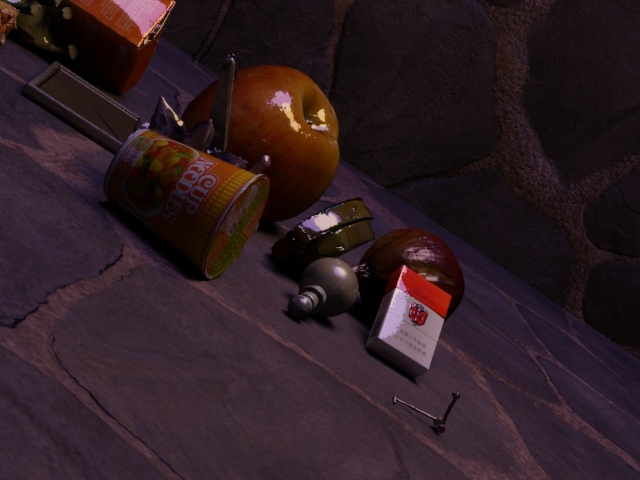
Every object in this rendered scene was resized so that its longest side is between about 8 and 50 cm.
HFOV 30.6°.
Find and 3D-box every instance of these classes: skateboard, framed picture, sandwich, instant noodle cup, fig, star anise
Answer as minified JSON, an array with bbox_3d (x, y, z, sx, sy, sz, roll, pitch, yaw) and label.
[{"bbox_3d":[0.145,0.224,1.629,0.083,0.064,0.032,24,18,-1],"label":"skateboard"},{"bbox_3d":[-0.381,-0.218,2.028,0.247,0.022,0.335,34,10,-13],"label":"framed picture"},{"bbox_3d":[0.007,0.000,1.953,0.079,0.159,0.235,60,15,5],"label":"sandwich"},{"bbox_3d":[-0.188,-0.061,1.597,0.185,0.168,0.168,31,9,12],"label":"instant noodle cup"},{"bbox_3d":[0.122,0.083,1.954,0.190,0.191,0.290,39,27,21],"label":"fig"},{"bbox_3d":[-0.189,-0.104,1.708,0.262,0.230,0.081,10,35,37],"label":"star anise"}]

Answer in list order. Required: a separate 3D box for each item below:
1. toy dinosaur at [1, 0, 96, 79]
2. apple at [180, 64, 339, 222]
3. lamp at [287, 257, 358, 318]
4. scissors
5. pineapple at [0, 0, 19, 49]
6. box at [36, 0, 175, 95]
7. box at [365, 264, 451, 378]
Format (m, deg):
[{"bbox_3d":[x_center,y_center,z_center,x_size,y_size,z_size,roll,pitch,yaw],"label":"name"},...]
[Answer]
[{"bbox_3d":[-0.608,-0.435,2.184,0.300,0.087,0.447,13,-24,22],"label":"toy dinosaur"},{"bbox_3d":[-0.099,-0.186,2.114,0.301,0.301,0.301,34,10,-7],"label":"apple"},{"bbox_3d":[-0.005,0.081,1.745,0.091,0.091,0.163,38,26,13],"label":"lamp"},{"bbox_3d":[-0.152,-0.147,1.724,0.191,0.360,0.029,34,52,13],"label":"scissors"},{"bbox_3d":[-0.586,-0.374,1.935,0.233,0.079,0.135,17,12,-46],"label":"pineapple"},{"bbox_3d":[-0.468,-0.462,2.271,0.341,0.143,0.225,35,-25,-5],"label":"box"},{"bbox_3d":[0.140,0.127,1.843,0.100,0.048,0.152,34,49,-15],"label":"box"}]
